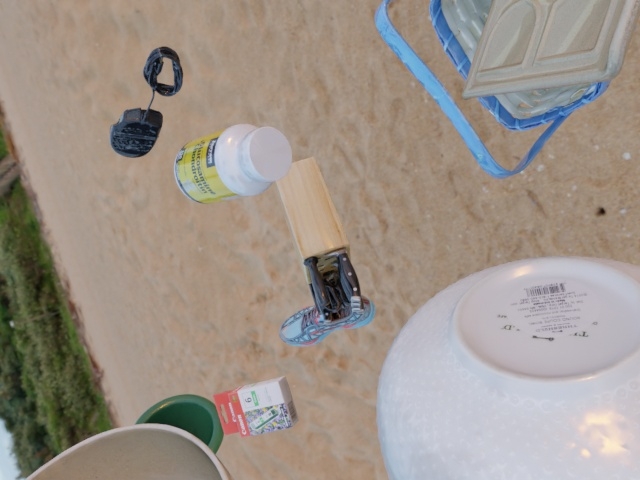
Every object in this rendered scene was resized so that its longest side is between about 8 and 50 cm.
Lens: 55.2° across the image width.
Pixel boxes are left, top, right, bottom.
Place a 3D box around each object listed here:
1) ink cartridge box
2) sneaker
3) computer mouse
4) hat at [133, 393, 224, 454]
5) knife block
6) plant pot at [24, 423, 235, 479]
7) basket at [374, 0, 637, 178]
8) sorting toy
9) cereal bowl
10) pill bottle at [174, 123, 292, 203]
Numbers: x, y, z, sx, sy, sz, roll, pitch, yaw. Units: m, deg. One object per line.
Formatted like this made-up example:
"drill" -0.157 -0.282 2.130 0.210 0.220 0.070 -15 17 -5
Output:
"ink cartridge box" -0.092 0.224 0.812 0.029 0.115 0.063 -15 -92 -72
"sneaker" 0.003 0.188 1.565 0.125 0.262 0.104 48 -157 -60
"computer mouse" -0.248 -0.194 0.865 0.242 0.071 0.041 -42 51 50
"hat" -0.279 0.434 1.214 0.173 0.208 0.183 54 158 41
"knife block" 0.000 0.000 1.089 0.242 0.088 0.275 -133 27 -76
"plant pot" -0.141 0.317 0.470 0.284 0.284 0.191 35 160 54
"basket" 0.231 -0.248 0.759 0.255 0.289 0.201 51 159 -7
"sorting toy" 0.240 -0.279 0.552 0.229 0.041 0.307 -158 86 -71
"cereal bowl" 0.206 0.118 0.536 0.339 0.339 0.141 34 149 55
"pill bottle" -0.127 -0.112 0.890 0.184 0.103 0.103 -5 105 48
